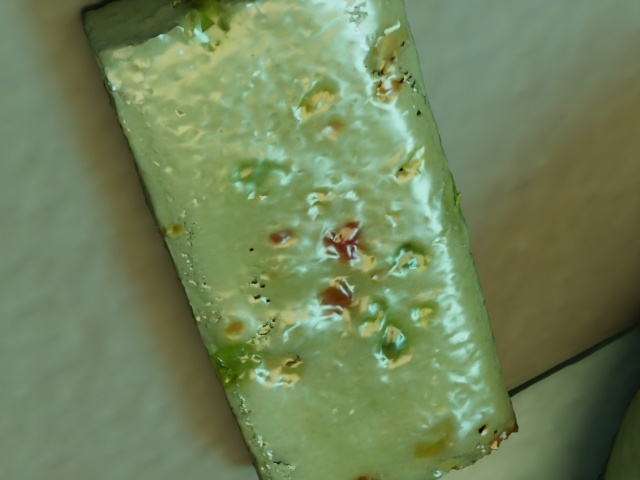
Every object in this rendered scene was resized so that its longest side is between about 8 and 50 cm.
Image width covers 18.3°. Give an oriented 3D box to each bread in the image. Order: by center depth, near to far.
[{"bbox_3d":[0.000,0.000,0.453,0.068,0.028,0.154,-22,127,-6],"label":"bread"}]

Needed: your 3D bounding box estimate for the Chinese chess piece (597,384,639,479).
[{"bbox_3d":[0.195,0.081,0.536,0.250,0.101,0.250,-9,120,-16],"label":"Chinese chess piece"}]
